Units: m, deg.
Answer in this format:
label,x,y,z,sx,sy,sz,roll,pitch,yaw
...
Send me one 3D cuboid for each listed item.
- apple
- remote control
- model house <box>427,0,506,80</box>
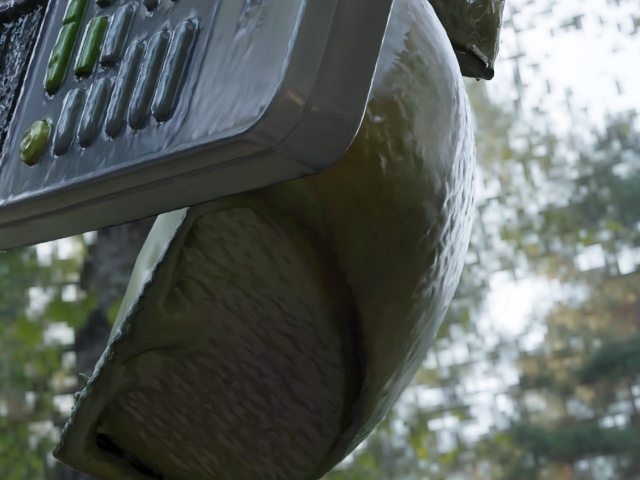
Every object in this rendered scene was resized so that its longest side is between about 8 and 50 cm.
label,x,y,z,sx,sy,sz,roll,pitch,yaw
apple,0.000,0.000,0.775,0.120,0.193,0.265,35,-36,0
remote control,-0.057,-0.055,0.606,0.034,0.103,0.250,24,-18,-28
model house,-0.027,-0.247,1.139,0.298,0.284,0.243,4,-19,43
